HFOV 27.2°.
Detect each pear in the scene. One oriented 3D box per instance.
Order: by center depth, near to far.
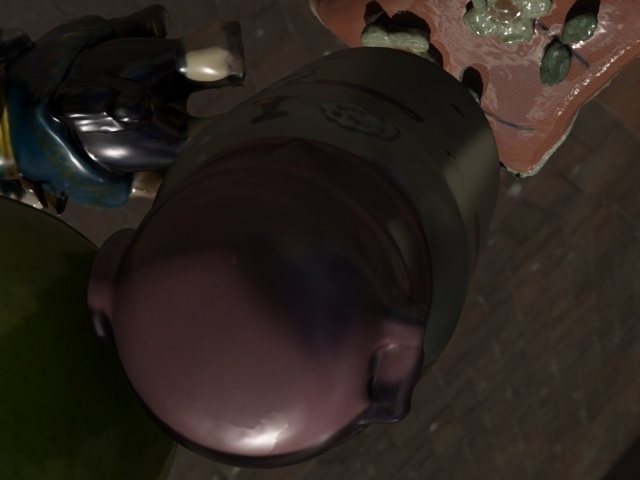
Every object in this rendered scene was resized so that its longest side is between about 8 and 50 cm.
[{"bbox_3d":[-0.162,0.073,0.431,0.219,0.187,0.187,-25,145,-31],"label":"pear"}]

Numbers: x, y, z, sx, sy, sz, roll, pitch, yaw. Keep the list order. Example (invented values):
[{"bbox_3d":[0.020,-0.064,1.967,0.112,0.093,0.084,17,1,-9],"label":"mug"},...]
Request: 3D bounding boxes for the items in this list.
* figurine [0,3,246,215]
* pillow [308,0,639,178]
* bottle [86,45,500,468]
[{"bbox_3d":[-0.237,-0.075,0.868,0.411,0.306,0.241,-13,114,-31],"label":"figurine"},{"bbox_3d":[0.094,-0.125,0.714,0.179,0.171,0.075,-46,-168,49],"label":"pillow"},{"bbox_3d":[0.000,0.000,0.452,0.110,0.110,0.233,-59,177,19],"label":"bottle"}]
